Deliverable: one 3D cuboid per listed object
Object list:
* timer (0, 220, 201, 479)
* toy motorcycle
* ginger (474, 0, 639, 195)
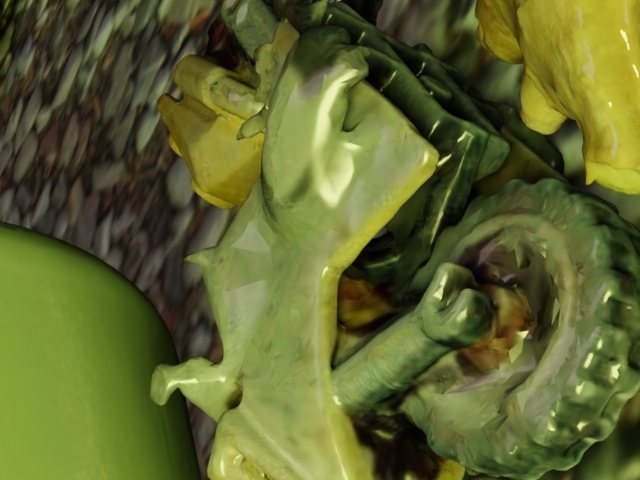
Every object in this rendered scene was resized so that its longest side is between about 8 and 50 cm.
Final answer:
[{"bbox_3d":[-0.123,0.194,0.420,0.291,0.290,0.315,-48,57,38],"label":"timer"},{"bbox_3d":[0.000,0.000,0.465,0.130,0.094,0.229,-59,35,19],"label":"toy motorcycle"},{"bbox_3d":[0.070,-0.086,0.415,0.115,0.081,0.205,-7,51,27],"label":"ginger"}]
